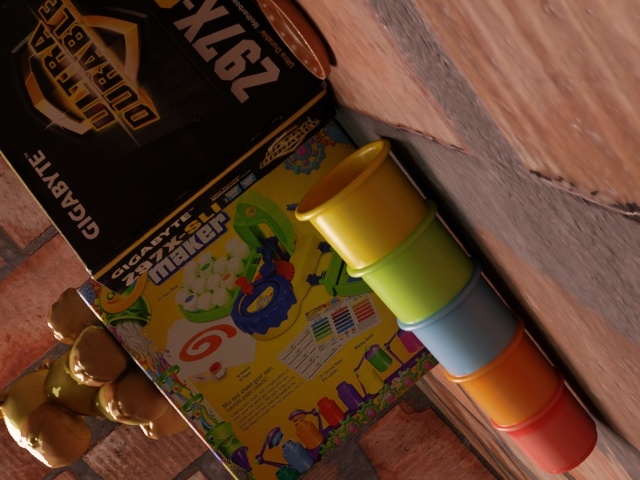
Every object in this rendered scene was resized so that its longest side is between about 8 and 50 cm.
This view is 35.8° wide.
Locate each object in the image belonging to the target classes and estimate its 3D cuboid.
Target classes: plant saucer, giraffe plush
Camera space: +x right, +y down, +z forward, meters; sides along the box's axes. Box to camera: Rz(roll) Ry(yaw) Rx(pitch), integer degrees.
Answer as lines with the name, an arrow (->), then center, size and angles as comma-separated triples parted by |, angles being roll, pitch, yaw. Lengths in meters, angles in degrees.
plant saucer -> -0.019, -0.159, 0.748 | 0.083, 0.013, 0.083 | 50, 177, 4
giraffe plush -> -0.256, 0.156, 1.021 | 0.181, 0.170, 0.210 | 52, 178, -25

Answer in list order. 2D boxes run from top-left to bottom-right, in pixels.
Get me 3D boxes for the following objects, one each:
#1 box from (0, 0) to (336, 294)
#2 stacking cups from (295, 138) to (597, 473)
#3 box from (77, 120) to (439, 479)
box -> -0.182, -0.155, 0.894 | 0.322, 0.257, 0.079 | 50, 176, 18
stacking cups -> 0.109, 0.069, 0.811 | 0.316, 0.096, 0.096 | 52, 177, -14
box -> -0.039, 0.056, 1.017 | 0.279, 0.290, 0.177 | 52, 178, -7
